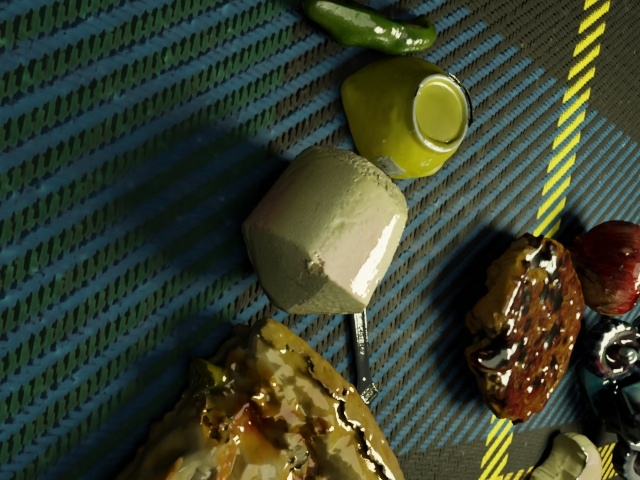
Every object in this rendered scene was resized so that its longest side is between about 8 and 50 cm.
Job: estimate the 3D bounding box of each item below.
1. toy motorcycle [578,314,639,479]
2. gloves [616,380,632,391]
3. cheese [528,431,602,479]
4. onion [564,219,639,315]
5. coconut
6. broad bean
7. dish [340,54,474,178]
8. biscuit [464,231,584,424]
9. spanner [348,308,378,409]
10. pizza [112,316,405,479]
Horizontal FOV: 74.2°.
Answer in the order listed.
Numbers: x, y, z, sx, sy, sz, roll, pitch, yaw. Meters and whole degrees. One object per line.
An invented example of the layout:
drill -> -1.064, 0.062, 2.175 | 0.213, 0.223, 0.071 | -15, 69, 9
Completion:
toy motorcycle -> 0.696, 0.326, 0.900 | 0.232, 0.172, 0.417 | -25, 103, -9
gloves -> 0.812, 0.306, 1.024 | 0.164, 0.124, 0.203 | 45, 80, -12
cheese -> 0.467, 0.525, 0.855 | 0.286, 0.082, 0.163 | -36, 115, -23
onion -> 0.520, 0.045, 0.788 | 0.184, 0.146, 0.184 | 12, 90, -71
coconut -> 0.000, 0.000, 0.413 | 0.147, 0.147, 0.153 | 42, 72, -32
broad bean -> 0.067, -0.233, 0.468 | 0.195, 0.061, 0.046 | -17, 147, -35
dish -> 0.123, -0.146, 0.509 | 0.207, 0.080, 0.149 | 13, 91, -34
biscuit -> 0.337, 0.146, 0.704 | 0.289, 0.081, 0.334 | -49, 125, -19
spanner -> 0.050, 0.148, 0.547 | 0.046, 0.012, 0.209 | -13, 105, -31
pizza -> -0.048, 0.276, 0.400 | 0.434, 0.080, 0.392 | 15, 77, -21
